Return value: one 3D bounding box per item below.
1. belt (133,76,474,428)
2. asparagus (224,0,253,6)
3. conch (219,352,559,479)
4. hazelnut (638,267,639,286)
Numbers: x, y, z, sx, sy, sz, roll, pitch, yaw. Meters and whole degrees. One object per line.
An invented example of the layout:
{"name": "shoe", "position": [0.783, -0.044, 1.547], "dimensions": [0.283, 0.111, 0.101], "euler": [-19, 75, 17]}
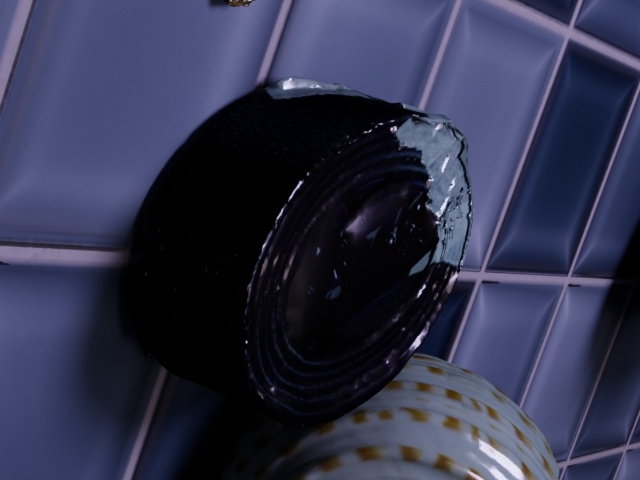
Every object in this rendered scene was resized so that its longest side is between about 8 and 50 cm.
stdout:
{"name": "belt", "position": [0.000, 0.000, 0.715], "dimensions": [0.198, 0.078, 0.151], "euler": [-22, 124, -52]}
{"name": "asparagus", "position": [0.008, -0.132, 0.698], "dimensions": [0.166, 0.013, 0.016], "euler": [-32, 126, -48]}
{"name": "conch", "position": [0.021, 0.124, 0.782], "dimensions": [0.172, 0.200, 0.131], "euler": [-34, 127, 13]}
{"name": "hazelnut", "position": [0.347, 0.034, 1.235], "dimensions": [0.208, 0.208, 0.208], "euler": [-40, 142, -41]}
